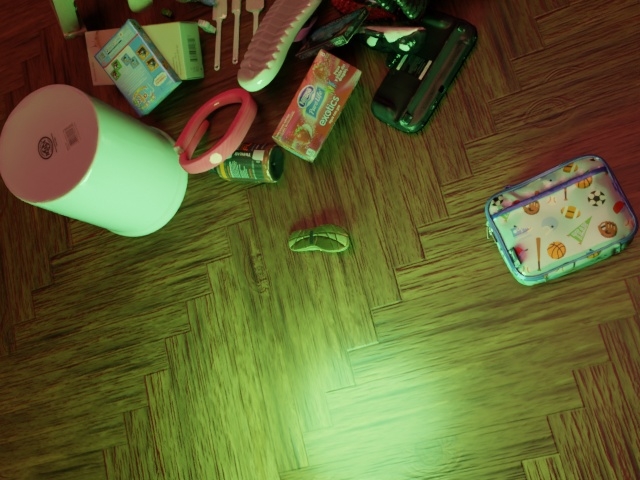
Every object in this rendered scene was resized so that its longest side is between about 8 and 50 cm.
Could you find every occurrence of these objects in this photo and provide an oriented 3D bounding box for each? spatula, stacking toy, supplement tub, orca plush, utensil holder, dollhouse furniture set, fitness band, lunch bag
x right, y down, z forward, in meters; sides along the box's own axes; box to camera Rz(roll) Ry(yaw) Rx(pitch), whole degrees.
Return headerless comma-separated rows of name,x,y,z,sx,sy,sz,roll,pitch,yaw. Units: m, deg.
spatula,-0.237,-0.610,1.912,0.168,0.019,0.241,-3,80,18
stacking toy,-0.357,-0.708,1.952,0.221,0.052,0.166,25,90,29
supplement tub,-0.206,-0.210,1.788,0.198,0.106,0.105,5,83,19
orca plush,0.153,-0.487,1.691,0.287,0.151,0.102,14,115,37
utensil holder,-0.592,-0.200,1.771,0.328,0.385,0.327,-3,80,19
dollhouse furniture set,-0.595,-0.780,1.939,0.395,0.256,0.362,-21,62,-17
fitness band,-0.281,-0.298,1.793,0.209,0.054,0.290,-8,47,34
lunch bag,0.527,-0.047,1.507,0.304,0.115,0.243,-24,72,13

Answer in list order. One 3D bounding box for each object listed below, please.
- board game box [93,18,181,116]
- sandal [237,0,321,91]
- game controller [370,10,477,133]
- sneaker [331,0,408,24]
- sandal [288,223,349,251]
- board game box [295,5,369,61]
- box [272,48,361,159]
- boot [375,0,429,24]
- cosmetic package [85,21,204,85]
board game box,-0.506,-0.474,1.850,0.160,0.039,0.211,-35,93,25
sandal,-0.089,-0.557,1.807,0.169,0.102,0.416,17,70,43
game controller,0.258,-0.431,1.698,0.167,0.067,0.319,33,92,35
sneaker,0.157,-0.641,1.755,0.262,0.104,0.125,11,66,18
sandal,0.000,0.000,1.717,0.180,0.049,0.072,-5,73,33
board game box,0.029,-0.532,1.727,0.186,0.026,0.126,-5,45,49
box,-0.011,-0.339,1.713,0.123,0.128,0.256,29,92,-3
boot,0.294,-0.628,1.605,0.348,0.131,0.260,20,92,-22
cosmetic package,-0.502,-0.531,1.914,0.310,0.113,0.160,-1,106,19
